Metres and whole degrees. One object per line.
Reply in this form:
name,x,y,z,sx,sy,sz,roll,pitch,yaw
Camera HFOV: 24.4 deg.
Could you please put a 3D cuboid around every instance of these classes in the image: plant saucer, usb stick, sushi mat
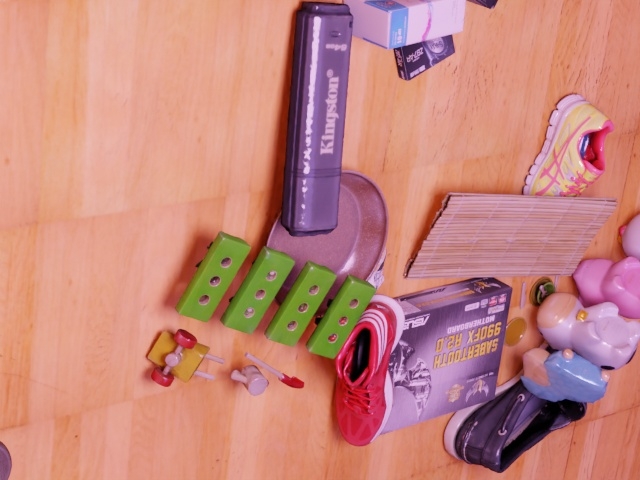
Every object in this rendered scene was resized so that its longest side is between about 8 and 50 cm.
plant saucer,0.000,0.000,1.866,0.199,0.036,0.198,-19,122,-34
usb stick,-0.004,-0.141,1.753,0.077,0.045,0.278,-3,103,-31
sushi mat,0.266,-0.006,2.054,0.316,0.019,0.151,0,134,-35

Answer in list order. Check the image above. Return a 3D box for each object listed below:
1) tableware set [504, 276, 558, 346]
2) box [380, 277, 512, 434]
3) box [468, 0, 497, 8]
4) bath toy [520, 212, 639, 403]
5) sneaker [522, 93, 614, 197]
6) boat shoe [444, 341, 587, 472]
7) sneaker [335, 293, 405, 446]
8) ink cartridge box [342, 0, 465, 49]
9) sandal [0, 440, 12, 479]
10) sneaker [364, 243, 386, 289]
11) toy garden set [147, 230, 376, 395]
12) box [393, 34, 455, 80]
tableware set,0.305,0.111,2.198,0.154,0.024,0.104,-16,121,-36
box,0.158,0.158,2.071,0.231,0.056,0.183,-11,117,-37
box,0.161,-0.428,1.769,0.270,0.060,0.216,24,95,-45
bath toy,0.427,0.089,2.202,0.348,0.151,0.129,-49,171,-29
sneaker,0.352,-0.095,2.084,0.081,0.094,0.208,-4,115,-42
boat shoe,0.345,0.240,2.235,0.340,0.113,0.127,-27,127,-29
sneaker,0.043,0.187,1.928,0.128,0.087,0.221,-39,138,-60
ink cartridge box,0.100,-0.273,1.775,0.122,0.088,0.052,-19,123,-33
sandal,-0.428,0.306,1.631,0.219,0.060,0.090,-34,130,-23
sneaker,0.070,0.040,1.955,0.037,0.032,0.083,0,121,-48
toy garden set,-0.081,0.101,1.805,0.244,0.049,0.204,20,108,-38
box,0.129,-0.249,1.863,0.083,0.018,0.067,-32,129,-25
